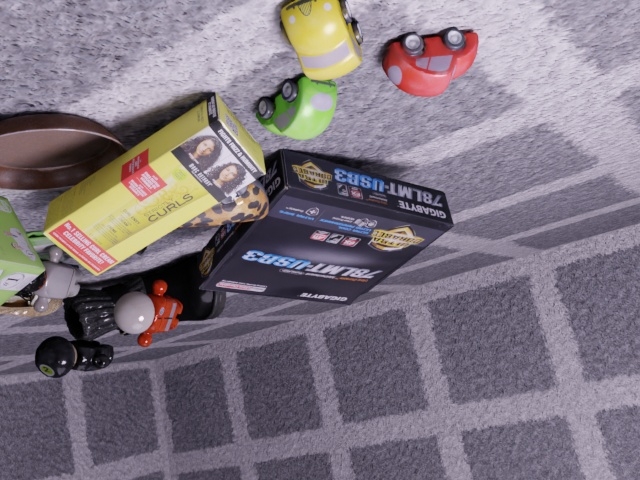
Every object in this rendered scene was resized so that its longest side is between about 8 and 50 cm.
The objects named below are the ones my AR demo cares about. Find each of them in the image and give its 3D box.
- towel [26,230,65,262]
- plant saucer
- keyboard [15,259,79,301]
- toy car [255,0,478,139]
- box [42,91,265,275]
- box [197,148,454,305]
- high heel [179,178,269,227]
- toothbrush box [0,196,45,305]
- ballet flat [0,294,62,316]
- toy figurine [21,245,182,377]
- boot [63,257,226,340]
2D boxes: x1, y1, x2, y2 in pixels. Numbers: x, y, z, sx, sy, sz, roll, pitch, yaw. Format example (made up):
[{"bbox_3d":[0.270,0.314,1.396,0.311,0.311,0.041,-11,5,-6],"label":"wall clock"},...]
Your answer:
[{"bbox_3d":[-0.472,0.016,1.080,0.113,0.023,0.152,-11,166,-16],"label":"towel"},{"bbox_3d":[-0.291,-0.094,0.721,0.168,0.029,0.168,-11,167,-3],"label":"plant saucer"},{"bbox_3d":[-0.497,0.055,1.117,0.100,0.038,0.192,-42,157,13],"label":"keyboard"},{"bbox_3d":[0.017,-0.152,0.690,0.239,0.053,0.225,-1,164,-41],"label":"toy car"},{"bbox_3d":[-0.178,-0.056,0.730,0.232,0.058,0.087,-28,129,14],"label":"box"},{"bbox_3d":[0.000,0.000,1.053,0.295,0.073,0.293,11,143,-31],"label":"box"},{"bbox_3d":[-0.201,-0.026,0.870,0.261,0.093,0.186,-27,143,27],"label":"high heel"},{"bbox_3d":[-0.485,0.030,0.735,0.206,0.122,0.283,-37,165,8],"label":"toothbrush box"},{"bbox_3d":[-0.566,0.105,1.282,0.067,0.073,0.206,-36,160,30],"label":"ballet flat"},{"bbox_3d":[-0.339,0.082,1.020,0.213,0.209,0.148,-28,168,9],"label":"toy figurine"},{"bbox_3d":[-0.362,0.121,1.387,0.260,0.131,0.348,-3,166,-35],"label":"boot"}]
